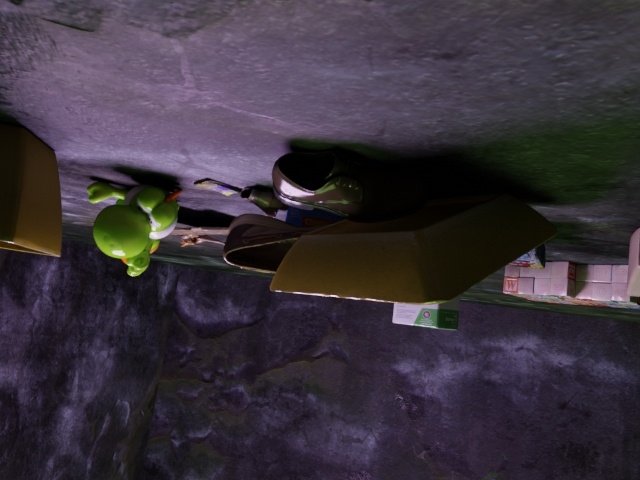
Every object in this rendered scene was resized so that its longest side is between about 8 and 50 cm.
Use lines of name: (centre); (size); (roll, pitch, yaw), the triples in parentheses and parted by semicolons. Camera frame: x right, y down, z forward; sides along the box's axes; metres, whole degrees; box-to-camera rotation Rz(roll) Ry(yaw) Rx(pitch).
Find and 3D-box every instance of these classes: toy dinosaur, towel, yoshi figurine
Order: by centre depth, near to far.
towel: (-0.202, -0.103, 1.037); (0.083, 0.010, 0.060); (16, 168, -40)
yoshi figurine: (-0.424, -0.029, 1.156); (0.203, 0.203, 0.362); (19, 165, -23)
toy dinosaur: (-0.387, -0.011, 1.711); (0.211, 0.064, 0.112); (14, -166, 33)

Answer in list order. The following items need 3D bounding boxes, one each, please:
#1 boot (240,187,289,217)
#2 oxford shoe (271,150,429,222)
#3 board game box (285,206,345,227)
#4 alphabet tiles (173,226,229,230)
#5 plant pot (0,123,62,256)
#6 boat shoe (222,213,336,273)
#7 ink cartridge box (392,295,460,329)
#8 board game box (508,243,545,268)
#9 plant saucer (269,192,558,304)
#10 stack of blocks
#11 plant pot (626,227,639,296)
boot: (-0.118, -0.078, 1.043); (0.086, 0.042, 0.118); (20, 166, -26)
oxford shoe: (0.042, -0.078, 0.739); (0.227, 0.083, 0.096); (4, 161, 1)
board game box: (0.059, 0.042, 1.239); (0.301, 0.086, 0.308); (9, 157, -2)
alphabet tiles: (-0.335, -0.026, 1.482); (0.285, 0.011, 0.342); (1, 178, -39)
plant pot: (-0.556, -0.090, 0.878); (0.212, 0.187, 0.212); (10, 171, -5)
boat shoe: (-0.020, 0.034, 1.022); (0.341, 0.123, 0.123); (12, -150, -3)
ink cartridge box: (0.273, 0.115, 1.343); (0.086, 0.209, 0.153); (11, 172, -37)
board game box: (0.344, 0.008, 1.063); (0.194, 0.060, 0.194); (5, 171, 28)
plant saucer: (0.133, -0.003, 0.812); (0.332, 0.081, 0.332); (-21, -167, -40)
stack of blocks: (0.646, 0.111, 1.344); (0.171, 0.087, 0.297); (16, 169, -39)
plant pot: (0.567, 0.029, 0.869); (0.109, 0.109, 0.096); (2, 157, 34)
